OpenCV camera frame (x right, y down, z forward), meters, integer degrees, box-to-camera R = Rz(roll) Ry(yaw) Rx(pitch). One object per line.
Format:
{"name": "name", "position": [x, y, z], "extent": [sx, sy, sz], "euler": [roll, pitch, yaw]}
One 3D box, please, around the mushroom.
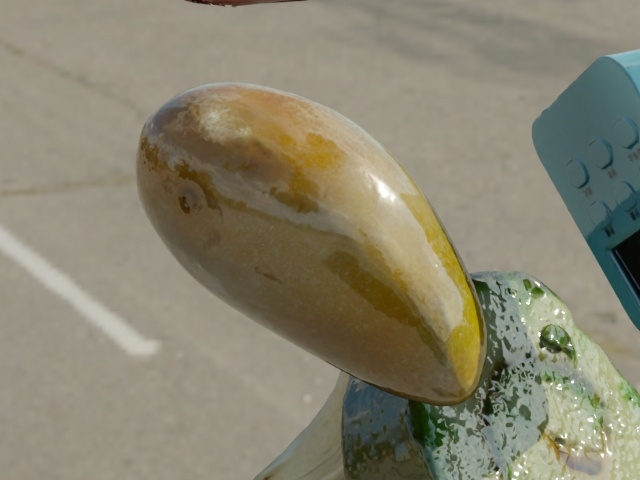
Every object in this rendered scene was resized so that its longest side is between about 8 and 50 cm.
{"name": "mushroom", "position": [0.040, 0.199, 2.206], "extent": [0.123, 0.351, 0.095], "euler": [18, 32, -26]}

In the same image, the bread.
{"name": "bread", "position": [0.188, 0.220, 1.859], "extent": [0.366, 0.381, 0.129], "euler": [19, -33, -39]}

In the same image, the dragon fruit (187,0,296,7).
{"name": "dragon fruit", "position": [-0.043, -0.241, 0.798], "extent": [0.296, 0.295, 0.302], "euler": [-9, 16, -32]}

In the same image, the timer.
{"name": "timer", "position": [0.308, -0.038, 1.760], "extent": [0.091, 0.250, 0.232], "euler": [-14, -14, -20]}

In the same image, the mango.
{"name": "mango", "position": [0.000, 0.000, 1.679], "extent": [0.384, 0.199, 0.221], "euler": [40, -18, 8]}
